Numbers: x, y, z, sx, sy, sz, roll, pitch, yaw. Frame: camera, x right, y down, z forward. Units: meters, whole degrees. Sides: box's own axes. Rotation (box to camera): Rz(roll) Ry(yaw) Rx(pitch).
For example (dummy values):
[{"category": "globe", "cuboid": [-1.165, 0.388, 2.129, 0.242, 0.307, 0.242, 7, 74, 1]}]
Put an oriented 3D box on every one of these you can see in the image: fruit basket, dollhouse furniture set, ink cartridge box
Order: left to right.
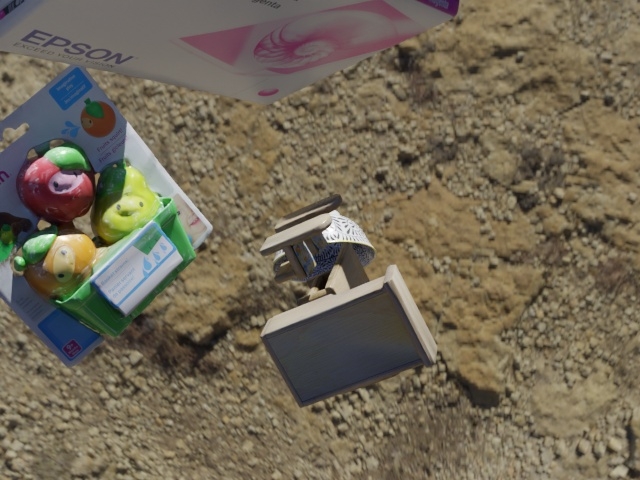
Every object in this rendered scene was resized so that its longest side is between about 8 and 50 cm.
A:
[{"category": "fruit basket", "cuboid": [-0.366, -0.036, 1.370, 0.327, 0.353, 0.165, -46, 32, -22]}, {"category": "ink cartridge box", "cuboid": [-0.042, -0.211, 0.727, 0.330, 0.324, 0.072, -18, 76, 39]}, {"category": "dollhouse furniture set", "cuboid": [0.047, 0.070, 1.068, 0.161, 0.212, 0.242, -23, 16, 18]}]

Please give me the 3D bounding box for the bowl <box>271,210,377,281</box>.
[{"category": "bowl", "cuboid": [0.000, 0.000, 1.446, 0.170, 0.170, 0.080, -11, 68, 3]}]
